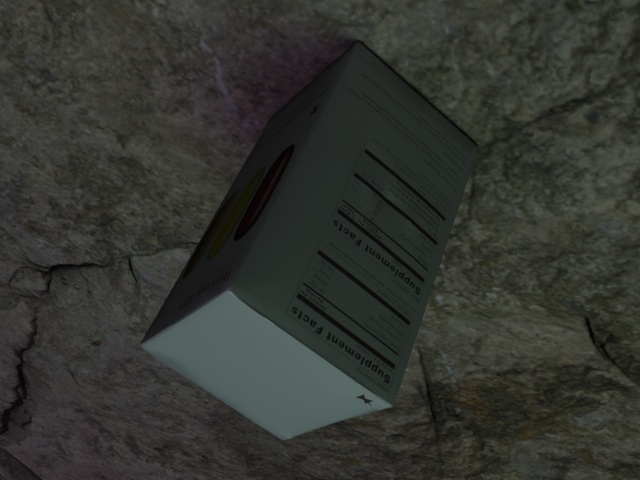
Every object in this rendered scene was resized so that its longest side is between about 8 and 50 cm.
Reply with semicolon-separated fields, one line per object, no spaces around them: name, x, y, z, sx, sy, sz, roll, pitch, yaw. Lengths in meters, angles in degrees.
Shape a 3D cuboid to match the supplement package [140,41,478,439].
supplement package;0.000;0.000;0.599;0.134;0.244;0.139;37;141;-17
